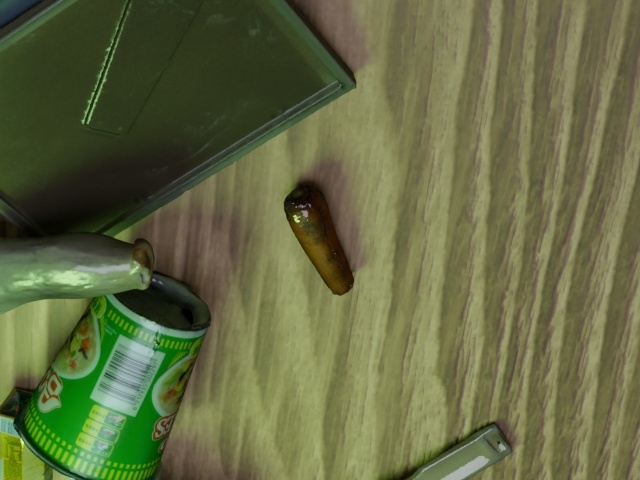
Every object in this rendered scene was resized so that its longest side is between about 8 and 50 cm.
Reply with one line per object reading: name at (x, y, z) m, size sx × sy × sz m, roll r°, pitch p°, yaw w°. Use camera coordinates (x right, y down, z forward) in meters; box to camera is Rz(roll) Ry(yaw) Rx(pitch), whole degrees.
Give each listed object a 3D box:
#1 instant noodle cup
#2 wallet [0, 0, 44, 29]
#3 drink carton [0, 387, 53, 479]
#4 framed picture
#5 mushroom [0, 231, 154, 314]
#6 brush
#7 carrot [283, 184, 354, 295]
instant noodle cup at (-0.252, 0.166, 1.925) m, size 0.207 × 0.207 × 0.232 m, roll 22°, pitch 111°, yaw -15°
wallet at (-0.375, -0.321, 1.654) m, size 0.252 × 0.083 × 0.360 m, roll -30°, pitch 128°, yaw 15°
drink carton at (-0.401, 0.302, 2.054) m, size 0.075 × 0.084 × 0.200 m, roll 11°, pitch 122°, yaw 8°
framed picture at (-0.224, -0.169, 1.762) m, size 0.446 × 0.028 × 0.326 m, roll -30°, pitch 133°, yaw 14°
mushroom at (-0.360, 0.039, 1.845) m, size 0.351 × 0.097 × 0.109 m, roll -6°, pitch 149°, yaw 24°
brush at (0.118, 0.352, 2.139) m, size 0.321 × 0.050 × 0.060 m, roll -32°, pitch 115°, yaw 6°
carrot at (0.000, 0.000, 1.915) m, size 0.055 × 0.055 × 0.161 m, roll -19°, pitch 127°, yaw 8°
